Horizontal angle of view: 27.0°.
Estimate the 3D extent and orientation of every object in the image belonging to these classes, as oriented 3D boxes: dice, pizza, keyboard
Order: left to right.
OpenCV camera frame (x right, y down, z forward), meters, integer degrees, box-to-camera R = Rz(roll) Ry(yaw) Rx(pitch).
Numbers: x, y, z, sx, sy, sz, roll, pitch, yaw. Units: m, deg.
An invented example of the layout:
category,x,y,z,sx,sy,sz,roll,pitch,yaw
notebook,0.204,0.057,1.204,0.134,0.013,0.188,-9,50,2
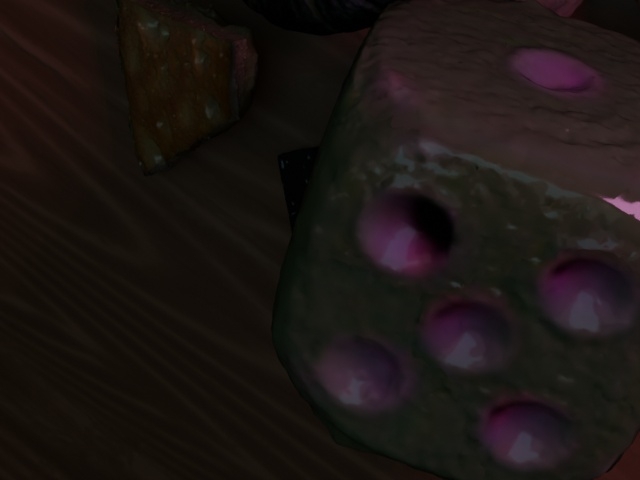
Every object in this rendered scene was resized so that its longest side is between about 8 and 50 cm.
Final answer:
category,x,y,z,sx,sy,sz,roll,pitch,yaw
pizza,-0.128,-0.154,1.358,0.188,0.080,0.204,22,121,36
keyboard,0.000,0.000,1.382,0.060,0.018,0.196,-5,101,26
dice,0.148,-0.002,1.139,0.318,0.322,0.330,19,124,5

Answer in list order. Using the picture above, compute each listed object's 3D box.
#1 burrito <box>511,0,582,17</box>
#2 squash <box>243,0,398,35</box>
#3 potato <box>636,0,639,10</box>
category,x,y,z,sx,sy,sz,roll,pitch,yaw
burrito,0.218,-0.235,1.220,0.060,0.087,0.226,48,116,9
squash,0.008,-0.313,1.207,0.252,0.165,0.252,9,110,27
potato,0.358,-0.219,1.163,0.178,0.118,0.109,2,69,31
